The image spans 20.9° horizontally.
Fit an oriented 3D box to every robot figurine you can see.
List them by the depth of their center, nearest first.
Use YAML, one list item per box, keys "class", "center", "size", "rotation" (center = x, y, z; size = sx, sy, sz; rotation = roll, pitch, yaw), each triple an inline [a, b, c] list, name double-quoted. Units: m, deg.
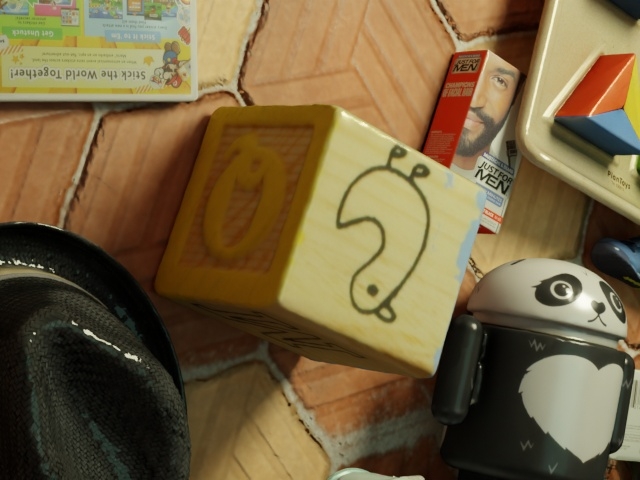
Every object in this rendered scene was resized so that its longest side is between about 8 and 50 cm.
- class: "robot figurine"
  center: [0.218, 0.157, 1.753]
  size: [0.209, 0.174, 0.278]
  rotation: [26, 74, -73]

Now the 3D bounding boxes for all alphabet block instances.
- class: "alphabet block"
  center: [0.000, 0.000, 1.561]
  size: [0.197, 0.193, 0.192]
  rotation: [25, 76, -37]

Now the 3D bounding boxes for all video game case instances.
- class: "video game case"
  center: [-0.205, -0.222, 1.491]
  size: [0.227, 0.026, 0.206]
  rotation: [-4, 95, -39]

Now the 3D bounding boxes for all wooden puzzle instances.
- class: "wooden puzzle"
  center: [0.357, -0.193, 1.864]
  size: [0.322, 0.080, 0.347]
  rotation: [25, 69, -41]

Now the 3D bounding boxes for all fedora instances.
- class: "fedora"
  center: [-0.210, 0.148, 1.428]
  size: [0.334, 0.152, 0.334]
  rotation: [-3, 94, -39]

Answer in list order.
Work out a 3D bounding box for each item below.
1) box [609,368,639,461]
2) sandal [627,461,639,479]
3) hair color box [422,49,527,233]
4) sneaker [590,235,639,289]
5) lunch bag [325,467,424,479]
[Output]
- class: "box"
  center: [0.323, 0.189, 1.896]
  size: [0.101, 0.087, 0.102]
  rotation: [10, 87, -38]
- class: "sandal"
  center: [0.386, 0.280, 1.970]
  size: [0.060, 0.090, 0.219]
  rotation: [-12, 94, -60]
- class: "hair color box"
  center: [0.160, -0.100, 1.770]
  size: [0.093, 0.053, 0.167]
  rotation: [27, 75, -37]
- class: "sneaker"
  center: [0.352, 0.017, 1.933]
  size: [0.144, 0.053, 0.059]
  rotation: [25, 78, -46]
- class: "lunch bag"
  center: [0.061, 0.355, 1.631]
  size: [0.224, 0.108, 0.279]
  rotation: [25, 76, -34]
